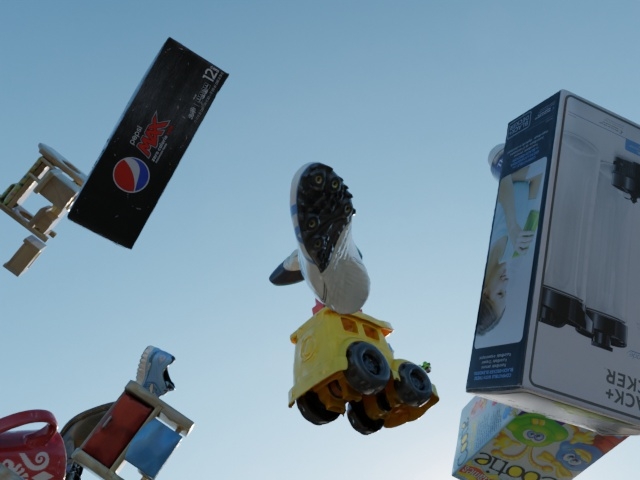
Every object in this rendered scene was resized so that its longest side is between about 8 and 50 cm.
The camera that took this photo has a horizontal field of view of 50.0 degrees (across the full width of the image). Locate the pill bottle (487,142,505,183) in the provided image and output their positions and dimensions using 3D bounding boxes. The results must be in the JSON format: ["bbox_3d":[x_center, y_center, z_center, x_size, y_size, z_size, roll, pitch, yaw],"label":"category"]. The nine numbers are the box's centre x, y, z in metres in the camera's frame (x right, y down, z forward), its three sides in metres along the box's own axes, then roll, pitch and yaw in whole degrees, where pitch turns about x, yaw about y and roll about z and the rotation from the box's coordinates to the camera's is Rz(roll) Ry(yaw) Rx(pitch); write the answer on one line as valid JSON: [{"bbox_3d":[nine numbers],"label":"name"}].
[{"bbox_3d":[0.294,-0.106,1.025,0.067,0.120,0.067,-3,-66,-7],"label":"pill bottle"}]

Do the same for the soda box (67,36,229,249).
[{"bbox_3d":[-0.144,-0.079,0.570,0.060,0.169,0.053,30,-10,-18],"label":"soda box"}]

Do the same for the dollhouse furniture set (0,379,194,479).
[{"bbox_3d":[-0.208,0.186,0.567,0.129,0.183,0.129,34,-29,2],"label":"dollhouse furniture set"}]

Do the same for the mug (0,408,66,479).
[{"bbox_3d":[-0.453,0.297,0.945,0.113,0.150,0.169,7,-7,42],"label":"mug"}]

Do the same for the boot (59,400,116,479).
[{"bbox_3d":[-0.412,0.370,1.165,0.219,0.106,0.082,-34,-38,-9],"label":"boot"}]

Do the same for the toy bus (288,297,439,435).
[{"bbox_3d":[0.060,0.182,1.097,0.220,0.211,0.149,23,-49,-31],"label":"toy bus"}]

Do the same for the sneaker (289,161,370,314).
[{"bbox_3d":[0.000,0.000,0.818,0.086,0.085,0.237,31,-28,36],"label":"sneaker"}]

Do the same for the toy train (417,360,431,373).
[{"bbox_3d":[0.164,0.246,1.240,0.083,0.023,0.017,-32,-57,9],"label":"toy train"}]

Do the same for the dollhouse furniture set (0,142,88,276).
[{"bbox_3d":[-0.433,-0.039,0.990,0.101,0.161,0.182,40,-89,-11],"label":"dollhouse furniture set"}]

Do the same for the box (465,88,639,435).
[{"bbox_3d":[0.252,0.024,0.655,0.169,0.289,0.087,21,-20,-16],"label":"box"}]

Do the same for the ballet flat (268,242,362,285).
[{"bbox_3d":[-0.015,0.040,1.424,0.203,0.074,0.074,-11,-47,6],"label":"ballet flat"}]

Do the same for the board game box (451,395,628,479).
[{"bbox_3d":[0.336,0.273,1.055,0.142,0.144,0.275,27,-49,-1],"label":"board game box"}]

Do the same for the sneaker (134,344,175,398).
[{"bbox_3d":[-0.308,0.279,1.267,0.073,0.063,0.162,13,-85,-4],"label":"sneaker"}]
